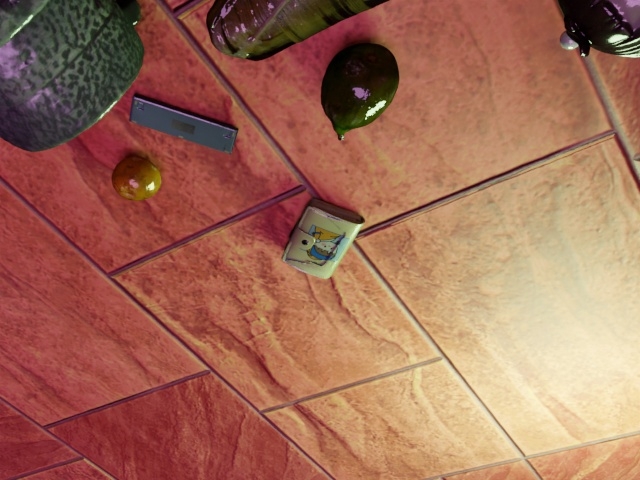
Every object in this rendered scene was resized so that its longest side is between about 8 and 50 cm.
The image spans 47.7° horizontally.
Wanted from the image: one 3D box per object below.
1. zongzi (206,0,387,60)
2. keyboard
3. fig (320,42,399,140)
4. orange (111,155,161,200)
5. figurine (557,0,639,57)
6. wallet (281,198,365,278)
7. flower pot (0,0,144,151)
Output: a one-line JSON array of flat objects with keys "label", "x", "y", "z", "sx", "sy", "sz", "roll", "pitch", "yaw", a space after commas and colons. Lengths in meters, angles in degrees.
[{"label": "zongzi", "x": -0.061, "y": -0.388, "z": 0.902, "sx": 0.286, "sy": 0.134, "sz": 0.288, "roll": -21, "pitch": 127, "yaw": 22}, {"label": "keyboard", "x": -0.225, "y": -0.190, "z": 1.191, "sx": 0.176, "sy": 0.014, "sz": 0.055, "roll": 17, "pitch": 133, "yaw": -8}, {"label": "fig", "x": 0.044, "y": -0.211, "z": 1.077, "sx": 0.117, "sy": 0.117, "sz": 0.177, "roll": 23, "pitch": 146, "yaw": -13}, {"label": "orange", "x": -0.316, "y": -0.107, "z": 1.244, "sx": 0.083, "sy": 0.070, "sz": 0.083, "roll": 11, "pitch": 143, "yaw": 8}, {"label": "figurine", "x": 0.430, "y": -0.361, "z": 0.848, "sx": 0.370, "sy": 0.167, "sz": 0.281, "roll": -42, "pitch": 82, "yaw": 25}, {"label": "wallet", "x": 0.000, "y": 0.000, "z": 1.317, "sx": 0.110, "sy": 0.039, "sz": 0.155, "roll": 19, "pitch": 131, "yaw": -11}, {"label": "flower pot", "x": -0.391, "y": -0.296, "z": 0.940, "sx": 0.299, "sy": 0.299, "sz": 0.283, "roll": -18, "pitch": 133, "yaw": 23}]
